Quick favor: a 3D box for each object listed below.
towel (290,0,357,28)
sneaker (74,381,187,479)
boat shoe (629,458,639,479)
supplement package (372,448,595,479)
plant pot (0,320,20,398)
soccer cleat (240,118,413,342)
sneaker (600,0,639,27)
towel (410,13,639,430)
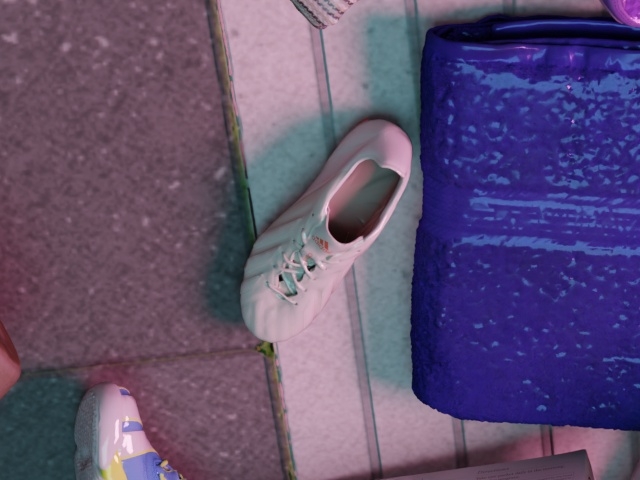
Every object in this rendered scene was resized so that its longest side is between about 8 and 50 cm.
[{"bbox_3d":[0.031,-0.334,1.136,0.324,0.056,0.312,-38,103,6],"label":"towel"},{"bbox_3d":[-0.116,0.206,1.464,0.126,0.091,0.240,-10,118,-16],"label":"sneaker"},{"bbox_3d":[0.352,0.136,1.346,0.158,0.127,0.340,30,96,-34],"label":"boat shoe"},{"bbox_3d":[0.093,0.294,1.441,0.262,0.145,0.204,-10,118,18],"label":"supplement package"},{"bbox_3d":[-0.341,0.090,1.318,0.229,0.263,0.263,-33,114,-3],"label":"plant pot"},{"bbox_3d":[0.000,0.000,1.348,0.068,0.076,0.196,27,115,-14],"label":"soccer cleat"},{"bbox_3d":[0.278,-0.212,1.210,0.236,0.104,0.095,-38,130,16],"label":"sneaker"},{"bbox_3d":[0.180,-0.012,1.351,0.228,0.076,0.308,4,118,5],"label":"towel"}]
